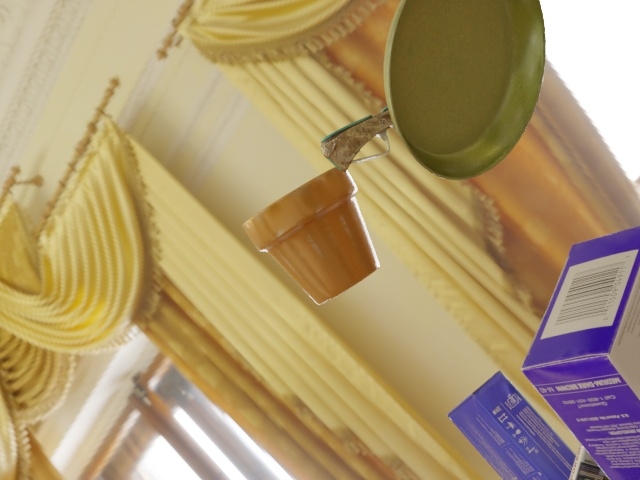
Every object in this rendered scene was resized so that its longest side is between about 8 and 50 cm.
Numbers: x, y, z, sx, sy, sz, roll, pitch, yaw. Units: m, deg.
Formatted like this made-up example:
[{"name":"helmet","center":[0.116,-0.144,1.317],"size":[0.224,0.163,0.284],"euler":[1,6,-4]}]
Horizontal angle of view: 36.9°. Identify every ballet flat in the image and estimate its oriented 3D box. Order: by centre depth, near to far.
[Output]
[{"name":"ballet flat","center":[0.097,-0.166,1.426],"size":[0.206,0.067,0.073],"euler":[-32,1,-9]}]

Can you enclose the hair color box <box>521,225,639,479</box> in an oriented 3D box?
[{"name":"hair color box","center":[0.360,0.171,0.982],"size":[0.110,0.339,0.185],"euler":[-21,27,47]}]

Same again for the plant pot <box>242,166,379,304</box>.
[{"name":"plant pot","center":[0.000,0.000,1.656],"size":[0.205,0.188,0.205],"euler":[-31,0,0]}]

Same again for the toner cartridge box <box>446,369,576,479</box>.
[{"name":"toner cartridge box","center":[0.384,0.401,1.691],"size":[0.075,0.348,0.165],"euler":[-37,-12,-21]}]

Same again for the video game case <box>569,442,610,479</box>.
[{"name":"video game case","center":[0.438,0.336,1.305],"size":[0.023,0.201,0.183],"euler":[-178,105,-82]}]

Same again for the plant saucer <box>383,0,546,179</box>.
[{"name":"plant saucer","center":[0.145,-0.183,0.988],"size":[0.241,0.037,0.240],"euler":[-14,-69,-39]}]

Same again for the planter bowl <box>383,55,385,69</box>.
[{"name":"planter bowl","center":[0.240,-0.387,1.986],"size":[0.090,0.217,0.217],"euler":[-85,16,-44]}]
